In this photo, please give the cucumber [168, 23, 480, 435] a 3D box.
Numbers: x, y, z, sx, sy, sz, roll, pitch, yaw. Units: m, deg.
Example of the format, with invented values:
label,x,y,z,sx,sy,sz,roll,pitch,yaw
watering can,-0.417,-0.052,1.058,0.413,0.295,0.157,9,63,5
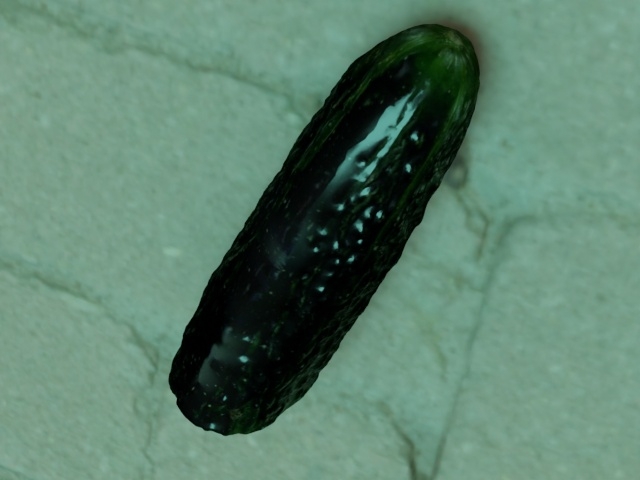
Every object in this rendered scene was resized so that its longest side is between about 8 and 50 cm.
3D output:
label,x,y,z,sx,sy,sz,roll,pitch,yaw
cucumber,0.000,-0.001,0.600,0.074,0.074,0.241,35,127,3
